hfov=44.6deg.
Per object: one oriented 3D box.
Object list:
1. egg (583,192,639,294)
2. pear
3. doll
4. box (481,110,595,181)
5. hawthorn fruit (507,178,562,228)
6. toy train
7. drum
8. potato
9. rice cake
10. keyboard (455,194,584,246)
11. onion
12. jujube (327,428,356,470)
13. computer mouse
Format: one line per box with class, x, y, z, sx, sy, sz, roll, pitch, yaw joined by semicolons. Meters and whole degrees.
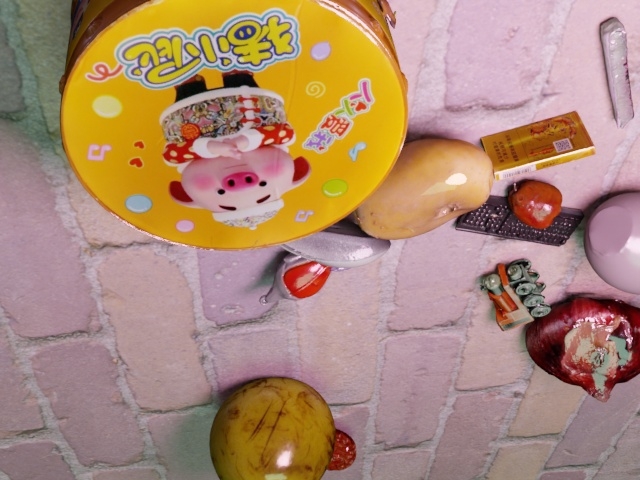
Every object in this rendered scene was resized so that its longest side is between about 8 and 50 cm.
egg;0.566;0.010;1.373;0.176;0.176;0.232;-36;138;28
pear;-0.100;0.434;1.674;0.283;0.283;0.283;-5;140;-5
doll;-0.018;0.051;1.387;0.227;0.075;0.102;-37;119;15
box;0.337;-0.147;1.215;0.156;0.089;0.022;-16;140;6
hawthorn fruit;0.360;-0.067;1.328;0.093;0.081;0.081;29;132;-2
toy train;0.380;0.108;1.535;0.118;0.074;0.176;-24;140;22
drum;-0.105;-0.197;0.978;0.431;0.214;0.431;-5;139;-4
potato;0.152;-0.085;1.207;0.234;0.146;0.150;-26;-179;26
rice cake;0.445;-0.243;1.164;0.033;0.033;0.208;-18;139;13
keyboard;0.357;-0.033;1.401;0.230;0.025;0.094;7;134;-18
onion;0.570;0.235;1.625;0.272;0.195;0.272;-1;147;-1
jujube;0.013;0.508;1.910;0.176;0.109;0.112;20;168;-41
computer mouse;0.001;0.006;1.288;0.229;0.113;0.068;9;105;-1
